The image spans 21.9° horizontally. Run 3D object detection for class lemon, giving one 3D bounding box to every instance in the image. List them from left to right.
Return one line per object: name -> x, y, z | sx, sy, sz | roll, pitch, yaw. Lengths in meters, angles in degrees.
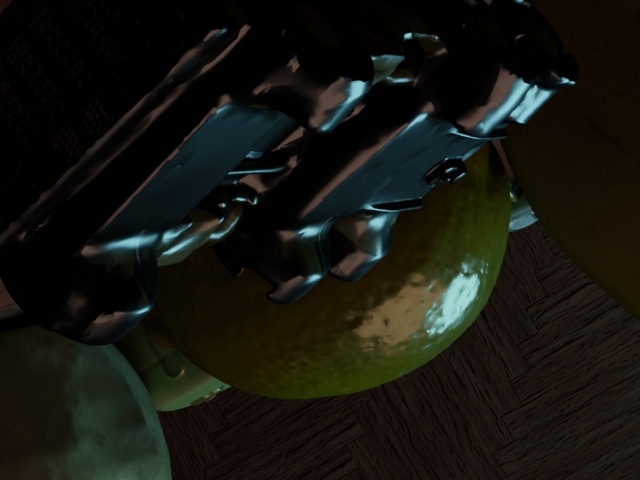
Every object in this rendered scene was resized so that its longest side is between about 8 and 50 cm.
lemon -> 0.000, 0.000, 0.909 | 0.248, 0.184, 0.184 | -34, 174, 29

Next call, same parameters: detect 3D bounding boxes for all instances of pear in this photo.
pear -> 0.240, -0.084, 0.871 | 0.309, 0.309, 0.309 | -30, 175, -3

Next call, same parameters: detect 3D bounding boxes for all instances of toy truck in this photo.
toy truck -> -0.019, -0.057, 0.553 | 0.127, 0.127, 0.257 | -40, 171, 24

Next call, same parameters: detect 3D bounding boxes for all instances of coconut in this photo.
coconut -> -0.208, 0.164, 1.204 | 0.224, 0.224, 0.224 | -30, 175, -3

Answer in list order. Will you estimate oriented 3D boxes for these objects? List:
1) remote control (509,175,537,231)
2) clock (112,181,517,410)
remote control -> 0.247, -0.117, 1.442 | 0.293, 0.051, 0.103 | -51, -168, -29
clock -> 0.010, 0.002, 1.332 | 0.286, 0.117, 0.348 | -35, 174, 35
